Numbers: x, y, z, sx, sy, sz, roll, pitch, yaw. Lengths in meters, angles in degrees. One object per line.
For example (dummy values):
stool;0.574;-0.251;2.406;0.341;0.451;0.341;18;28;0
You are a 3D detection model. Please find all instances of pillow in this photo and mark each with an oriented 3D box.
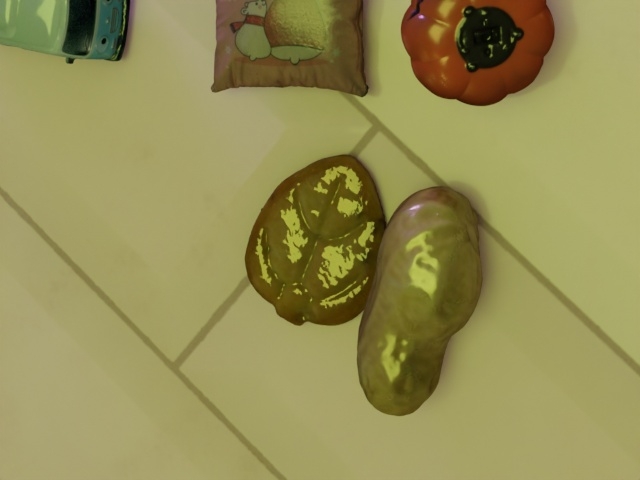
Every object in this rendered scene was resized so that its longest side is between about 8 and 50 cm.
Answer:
pillow;-0.043;-0.304;1.564;0.236;0.084;0.223;4;103;23

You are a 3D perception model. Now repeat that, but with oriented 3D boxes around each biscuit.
biscuit;-0.003;0.001;1.629;0.203;0.041;0.260;28;111;15

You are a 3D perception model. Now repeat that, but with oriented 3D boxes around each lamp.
lamp;0.192;-0.261;1.442;0.187;0.164;0.188;-1;111;-2

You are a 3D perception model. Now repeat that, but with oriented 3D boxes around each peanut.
peanut;0.130;0.085;1.541;0.147;0.147;0.319;19;103;17

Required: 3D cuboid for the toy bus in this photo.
toy bus;-0.424;-0.335;1.663;0.271;0.165;0.133;14;104;19
